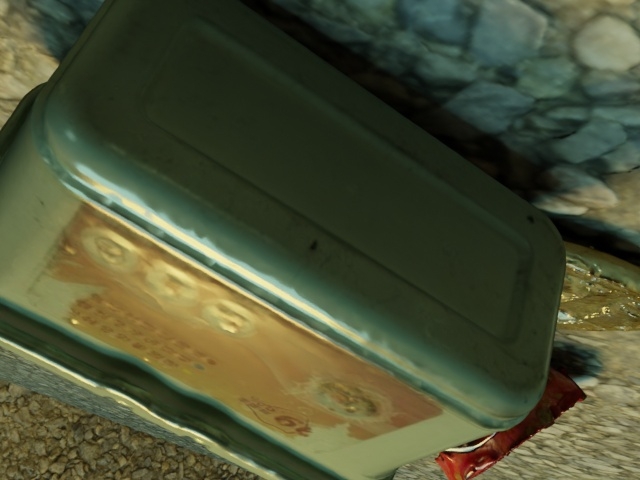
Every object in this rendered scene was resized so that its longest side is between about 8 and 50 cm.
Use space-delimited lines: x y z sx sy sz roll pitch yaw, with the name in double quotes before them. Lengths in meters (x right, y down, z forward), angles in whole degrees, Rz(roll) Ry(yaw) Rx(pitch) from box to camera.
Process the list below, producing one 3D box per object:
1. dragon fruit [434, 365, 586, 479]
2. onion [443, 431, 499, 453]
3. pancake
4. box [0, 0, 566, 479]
"dragon fruit" 0.153 0.140 0.721 0.111 0.153 0.153 59 167 17
"onion" 0.064 0.097 0.658 0.206 0.098 0.151 20 134 13
"pancake" 0.154 0.029 0.530 0.158 0.028 0.158 17 162 6
"box" -0.028 0.005 0.426 0.312 0.175 0.182 31 146 -16
